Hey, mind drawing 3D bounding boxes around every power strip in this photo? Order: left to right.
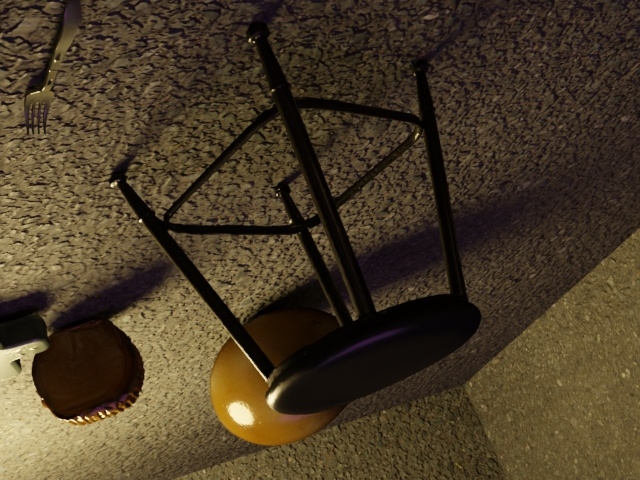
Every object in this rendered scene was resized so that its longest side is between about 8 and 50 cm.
[{"bbox_3d":[-0.566,0.180,1.780,0.193,0.059,0.265,-15,159,-9],"label":"power strip"}]

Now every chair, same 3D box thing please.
[{"bbox_3d":[0.000,0.000,1.439,0.362,0.410,0.364,1,149,-47],"label":"chair"}]

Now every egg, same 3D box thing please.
[{"bbox_3d":[-0.076,0.292,2.251,0.351,0.283,0.282,-30,158,19],"label":"egg"}]

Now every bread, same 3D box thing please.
[{"bbox_3d":[-0.425,0.247,1.919,0.199,0.199,0.104,-22,161,-4],"label":"bread"}]

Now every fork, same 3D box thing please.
[{"bbox_3d":[-0.309,-0.199,1.188,0.034,0.028,0.219,-2,148,-28],"label":"fork"}]
